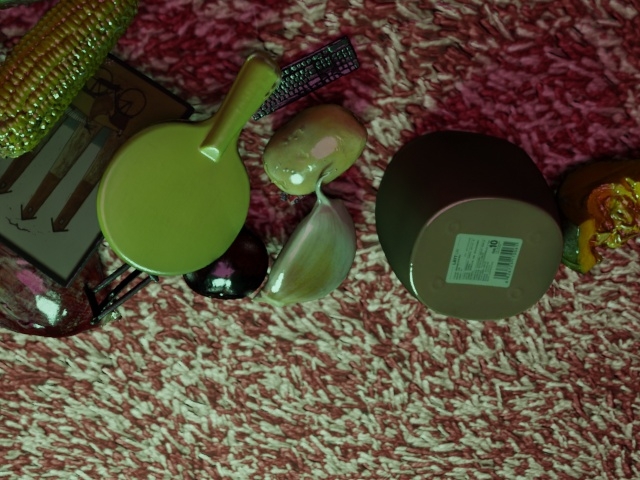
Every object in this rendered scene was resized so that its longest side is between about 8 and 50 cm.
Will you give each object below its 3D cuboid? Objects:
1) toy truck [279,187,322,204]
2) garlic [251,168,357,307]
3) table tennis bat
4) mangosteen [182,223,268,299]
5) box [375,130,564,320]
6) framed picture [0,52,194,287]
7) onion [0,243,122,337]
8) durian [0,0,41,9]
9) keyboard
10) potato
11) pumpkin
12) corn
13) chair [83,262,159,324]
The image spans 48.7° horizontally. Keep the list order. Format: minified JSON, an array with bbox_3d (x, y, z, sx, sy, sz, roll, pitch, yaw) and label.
[{"bbox_3d":[-0.028,-0.086,1.213,0.083,0.024,0.032,-30,93,9],"label":"toy truck"},{"bbox_3d":[0.002,-0.005,1.194,0.129,0.148,0.266,23,109,6],"label":"garlic"},{"bbox_3d":[-0.177,-0.117,1.042,0.224,0.054,0.368,33,89,-32],"label":"table tennis bat"},{"bbox_3d":[-0.163,0.028,1.208,0.153,0.152,0.152,-2,118,-3],"label":"mangosteen"},{"bbox_3d":[0.248,-0.015,1.166,0.301,0.216,0.300,-3,119,-5],"label":"box"},{"bbox_3d":[-0.374,-0.128,1.046,0.244,0.013,0.323,33,85,8],"label":"framed picture"},{"bbox_3d":[-0.475,0.087,1.220,0.284,0.120,0.227,32,116,-19],"label":"onion"},{"bbox_3d":[-0.458,-0.412,0.914,0.340,0.204,0.255,-14,129,4],"label":"durian"},{"bbox_3d":[-0.033,-0.257,1.127,0.196,0.018,0.060,-25,119,10],"label":"keyboard"},{"bbox_3d":[-0.012,-0.147,1.135,0.178,0.109,0.118,-33,129,13],"label":"potato"},{"bbox_3d":[0.494,-0.068,1.214,0.248,0.126,0.131,-29,123,-8],"label":"pumpkin"},{"bbox_3d":[-0.380,-0.247,1.000,0.115,0.115,0.317,38,83,-21],"label":"corn"},{"bbox_3d":[-0.300,-0.007,1.129,0.260,0.154,0.141,-39,114,-7],"label":"chair"}]
